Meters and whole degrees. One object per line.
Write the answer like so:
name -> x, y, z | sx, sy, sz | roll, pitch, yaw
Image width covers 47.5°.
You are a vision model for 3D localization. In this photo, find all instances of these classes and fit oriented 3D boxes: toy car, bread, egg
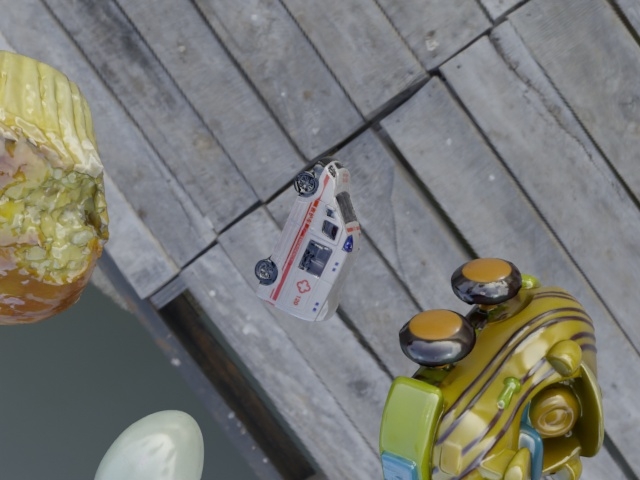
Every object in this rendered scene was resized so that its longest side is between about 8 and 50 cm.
toy car -> 0.158, 0.136, 0.595 | 0.142, 0.248, 0.200 | 13, 129, 36
bread -> -0.271, -0.028, 0.614 | 0.179, 0.133, 0.250 | 9, 140, -21
toy car -> 0.000, 0.000, 0.945 | 0.108, 0.089, 0.209 | 27, 101, 17
egg -> -0.261, 0.358, 1.122 | 0.151, 0.151, 0.209 | 35, 93, 8
